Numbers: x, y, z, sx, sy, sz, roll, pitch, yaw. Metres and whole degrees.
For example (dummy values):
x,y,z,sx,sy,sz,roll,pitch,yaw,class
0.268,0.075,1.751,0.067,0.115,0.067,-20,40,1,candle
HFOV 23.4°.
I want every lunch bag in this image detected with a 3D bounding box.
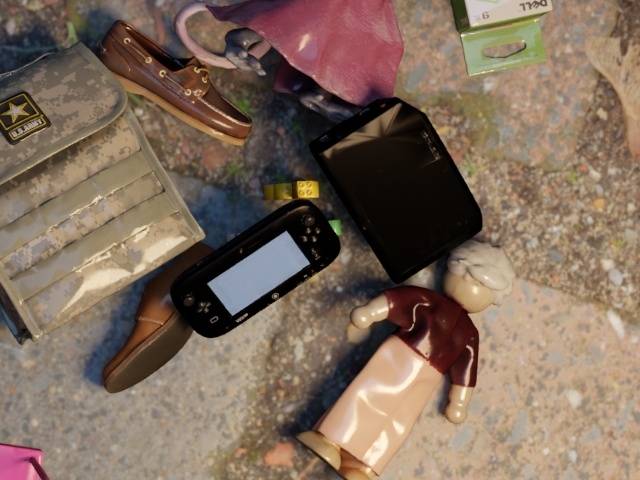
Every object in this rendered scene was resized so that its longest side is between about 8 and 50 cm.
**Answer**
x,y,z,sx,sy,sz,roll,pitch,yaw,class
-0.307,-0.063,1.760,0.235,0.169,0.287,-31,94,-18,lunch bag

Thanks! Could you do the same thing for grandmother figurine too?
x,y,z,sx,sy,sz,roll,pitch,yaw,class
0.114,0.136,1.879,0.342,0.104,0.208,-50,125,-9,grandmother figurine

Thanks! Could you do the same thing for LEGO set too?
x,y,z,sx,sy,sz,roll,pitch,yaw,class
0.001,-0.039,1.855,0.227,0.093,0.087,-5,91,-10,LEGO set

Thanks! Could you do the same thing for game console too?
x,y,z,sx,sy,sz,roll,pitch,yaw,class
0.000,0.000,1.792,0.361,0.044,0.213,-33,122,1,game console

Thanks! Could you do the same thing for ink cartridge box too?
x,y,z,sx,sy,sz,roll,pitch,yaw,class
0.218,-0.317,1.910,0.109,0.062,0.209,-12,92,-10,ink cartridge box

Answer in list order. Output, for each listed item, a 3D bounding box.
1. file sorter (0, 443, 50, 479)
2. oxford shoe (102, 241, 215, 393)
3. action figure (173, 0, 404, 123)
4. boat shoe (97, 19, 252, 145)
x,y,z,sx,sy,sz,roll,pitch,yaw,class
-0.459,0.323,1.711,0.290,0.182,0.202,12,88,-17,file sorter
-0.193,0.092,1.844,0.076,0.076,0.212,39,83,20,oxford shoe
0.051,-0.324,1.823,0.248,0.275,0.370,36,77,-47,action figure
-0.168,-0.187,1.831,0.207,0.073,0.073,28,104,-9,boat shoe
